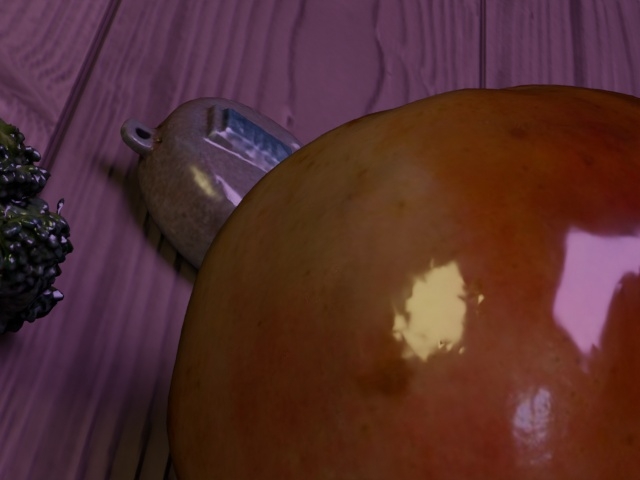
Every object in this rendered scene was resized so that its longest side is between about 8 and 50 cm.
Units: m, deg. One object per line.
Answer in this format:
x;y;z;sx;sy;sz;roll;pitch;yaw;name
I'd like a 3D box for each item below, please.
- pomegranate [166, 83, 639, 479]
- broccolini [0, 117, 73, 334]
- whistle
0.071;0.080;0.681;0.252;0.229;0.270;17;59;-57;pomegranate
-0.228;-0.109;0.756;0.074;0.079;0.392;-15;53;-47;broccolini
0.000;0.000;0.881;0.220;0.057;0.107;34;27;-20;whistle
